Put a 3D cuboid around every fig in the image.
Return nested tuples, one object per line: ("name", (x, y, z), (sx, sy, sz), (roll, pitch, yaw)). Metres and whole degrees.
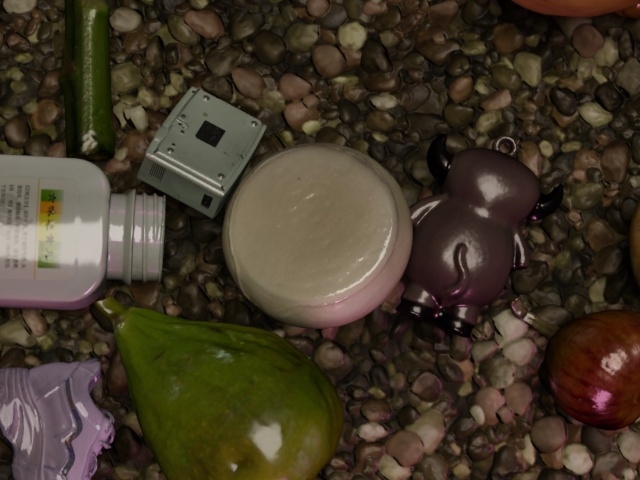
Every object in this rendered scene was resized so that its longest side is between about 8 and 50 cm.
("fig", (0.340, 0.158, 1.923), (0.148, 0.202, 0.149), (31, 66, -37))
("fig", (-0.104, 0.173, 1.812), (0.233, 0.233, 0.314), (-19, 76, -11))

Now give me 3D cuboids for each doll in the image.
("doll", (0.189, -0.011, 1.942), (0.182, 0.117, 0.257), (22, 76, -4))

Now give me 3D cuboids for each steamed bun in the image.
("steamed bun", (0.000, 0.000, 1.900), (0.232, 0.145, 0.232), (-3, 72, 10))

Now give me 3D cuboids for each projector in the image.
("projector", (-0.145, -0.113, 1.922), (0.115, 0.061, 0.147), (27, 46, 1))

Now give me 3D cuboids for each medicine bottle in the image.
("medicine bottle", (-0.349, -0.010, 1.872), (0.324, 0.124, 0.179), (2, 75, -5))

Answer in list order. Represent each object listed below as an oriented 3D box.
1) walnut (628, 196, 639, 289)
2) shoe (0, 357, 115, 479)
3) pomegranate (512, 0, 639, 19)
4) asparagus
("walnut", (0.512, 0.014, 1.922), (0.283, 0.227, 0.283), (0, 90, 0))
("shoe", (-0.300, 0.253, 1.833), (0.137, 0.095, 0.245), (-16, 74, -8))
("pomegranate", (0.355, -0.443, 1.958), (0.410, 0.410, 0.410), (2, 77, -7))
("asparagus", (-0.293, -0.232, 1.962), (0.067, 0.060, 0.277), (-4, 77, 12))
